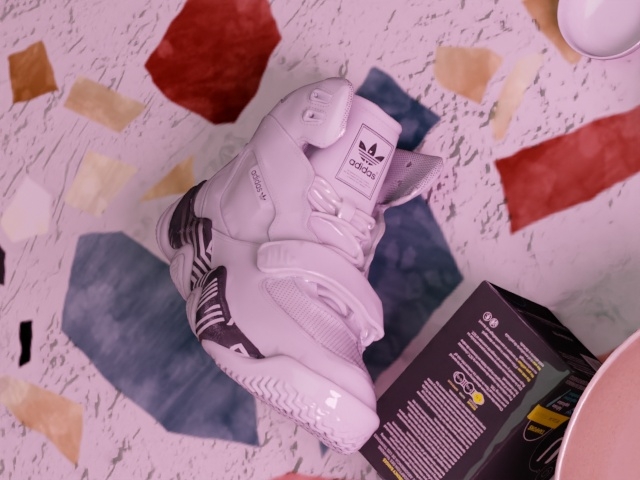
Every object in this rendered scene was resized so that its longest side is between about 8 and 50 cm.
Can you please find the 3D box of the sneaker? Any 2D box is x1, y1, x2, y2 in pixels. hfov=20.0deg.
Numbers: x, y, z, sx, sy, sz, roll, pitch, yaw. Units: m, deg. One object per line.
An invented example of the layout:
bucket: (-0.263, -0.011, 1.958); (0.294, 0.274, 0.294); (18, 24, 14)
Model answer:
sneaker: (0.000, 0.000, 1.392); (0.210, 0.137, 0.366); (-49, 29, 7)

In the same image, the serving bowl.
serving bowl: (0.229, -0.178, 1.420); (0.083, 0.027, 0.083); (-7, 75, 29)

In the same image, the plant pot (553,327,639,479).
plant pot: (0.320, 0.182, 1.189); (0.284, 0.191, 0.284); (-8, 75, 30)

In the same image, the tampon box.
tampon box: (0.126, 0.131, 1.356); (0.161, 0.120, 0.101); (-49, 59, 12)
